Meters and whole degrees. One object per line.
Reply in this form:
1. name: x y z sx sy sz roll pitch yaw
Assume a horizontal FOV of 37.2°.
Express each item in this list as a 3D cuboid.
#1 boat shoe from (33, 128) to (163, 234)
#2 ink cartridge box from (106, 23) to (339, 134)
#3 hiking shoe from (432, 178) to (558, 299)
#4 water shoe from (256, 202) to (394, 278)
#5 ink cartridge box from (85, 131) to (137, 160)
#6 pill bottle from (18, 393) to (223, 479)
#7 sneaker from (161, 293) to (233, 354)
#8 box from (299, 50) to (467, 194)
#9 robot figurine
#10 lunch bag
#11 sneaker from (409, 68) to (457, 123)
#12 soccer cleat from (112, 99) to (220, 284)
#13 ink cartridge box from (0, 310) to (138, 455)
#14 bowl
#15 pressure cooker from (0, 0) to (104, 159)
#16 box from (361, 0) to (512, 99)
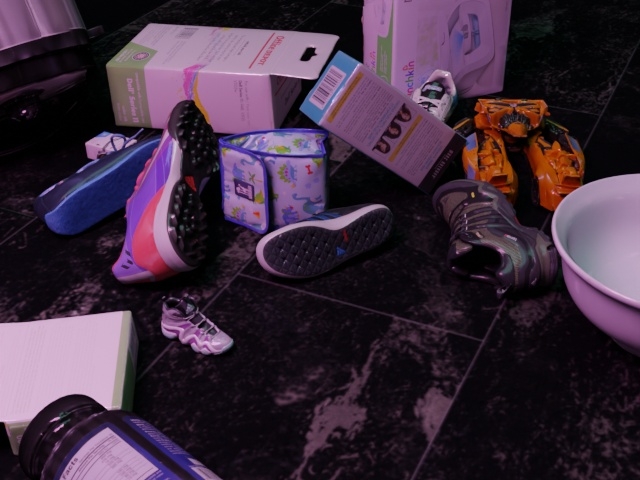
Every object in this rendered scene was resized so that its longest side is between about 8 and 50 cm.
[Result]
1. boat shoe: -0.298 -0.102 1.374 0.258 0.109 0.089 -27 38 -37
2. ink cartridge box: -0.155 -0.274 1.617 0.353 0.119 0.207 6 33 12
3. hiking shoe: 0.201 -0.008 1.234 0.114 0.086 0.227 -15 37 -27
4. water shoe: 0.000 0.000 1.260 0.203 0.073 0.080 -14 14 -26
5. ink cartridge box: -0.323 -0.143 1.504 0.083 0.028 0.048 16 37 23
6. pill bottle: -0.171 0.228 0.849 0.219 0.123 0.123 27 42 36
7. sneaker: -0.147 0.091 1.105 0.098 0.069 0.038 14 37 22
8. box: 0.093 -0.162 1.339 0.244 0.100 0.060 28 11 -41
9. robot figurine: 0.299 -0.134 1.425 0.211 0.085 0.291 1 33 1
10. lunch bag: -0.064 -0.083 1.316 0.151 0.129 0.096 3 33 5
11. sneaker: 0.168 -0.203 1.535 0.085 0.086 0.237 10 36 13
12. soccer cleat: -0.211 -0.073 1.289 0.116 0.108 0.318 -22 42 20
13. ink cartridge box: -0.322 0.154 1.027 0.235 0.056 0.171 -7 33 -3
14. bowl: 0.410 0.050 1.098 0.297 0.134 0.298 -1 33 1
15. pressure cooker: -0.562 -0.327 1.469 0.369 0.420 0.375 -20 11 6
16. box: 0.198 -0.380 1.643 0.231 0.262 0.127 -14 36 -20
